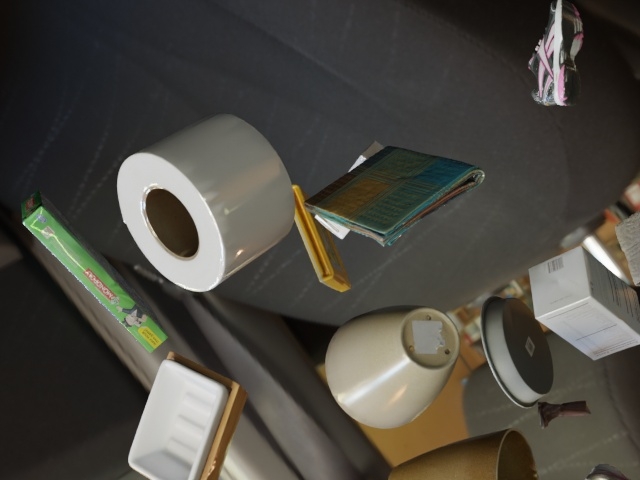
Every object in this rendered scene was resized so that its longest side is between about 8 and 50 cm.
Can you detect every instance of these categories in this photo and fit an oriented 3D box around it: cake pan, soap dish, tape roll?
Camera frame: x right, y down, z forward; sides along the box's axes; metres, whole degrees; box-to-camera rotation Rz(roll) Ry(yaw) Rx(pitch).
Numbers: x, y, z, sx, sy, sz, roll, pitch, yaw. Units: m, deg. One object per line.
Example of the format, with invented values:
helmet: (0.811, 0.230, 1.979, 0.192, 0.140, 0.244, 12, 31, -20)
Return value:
cake pan: (0.501, 0.272, 2.212, 0.054, 0.293, 0.293, -25, 178, 33)
soap dish: (-0.304, 0.434, 2.049, 0.118, 0.228, 0.291, 22, 86, -56)
tape roll: (-0.184, -0.063, 1.419, 0.169, 0.246, 0.246, -36, 174, -38)

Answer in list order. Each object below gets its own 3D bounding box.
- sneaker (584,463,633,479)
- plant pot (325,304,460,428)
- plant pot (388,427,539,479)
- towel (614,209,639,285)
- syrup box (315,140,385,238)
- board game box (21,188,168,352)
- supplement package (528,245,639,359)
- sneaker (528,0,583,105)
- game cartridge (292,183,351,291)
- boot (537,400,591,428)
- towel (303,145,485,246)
sneaker: (0.739, 0.619, 2.098, 0.252, 0.103, 0.111, 8, -170, 44)
plant pot: (0.169, 0.234, 1.796, 0.256, 0.256, 0.274, -31, 171, -25)
plant pot: (0.267, 0.489, 1.702, 0.254, 0.237, 0.237, -10, -175, 31)
towel: (0.871, -0.029, 2.177, 0.049, 0.187, 0.282, 21, 136, -34)
syrup box: (0.093, -0.122, 2.168, 0.237, 0.096, 0.093, -53, 177, 39)
board game box: (-0.410, 0.051, 1.587, 0.046, 0.317, 0.213, -42, -160, -6)
supplement package: (0.586, 0.142, 1.928, 0.139, 0.134, 0.244, -28, 134, 34)
sneaker: (0.367, -0.300, 1.406, 0.077, 0.178, 0.072, -4, 165, 43)
game cartridge: (0.000, 0.000, 2.531, 0.052, 0.285, 0.323, -24, 168, 9)
boot: (0.537, 0.380, 1.926, 0.114, 0.037, 0.106, -1, -162, 11)
towel: (0.147, -0.106, 1.880, 0.271, 0.040, 0.370, -34, -155, -16)
